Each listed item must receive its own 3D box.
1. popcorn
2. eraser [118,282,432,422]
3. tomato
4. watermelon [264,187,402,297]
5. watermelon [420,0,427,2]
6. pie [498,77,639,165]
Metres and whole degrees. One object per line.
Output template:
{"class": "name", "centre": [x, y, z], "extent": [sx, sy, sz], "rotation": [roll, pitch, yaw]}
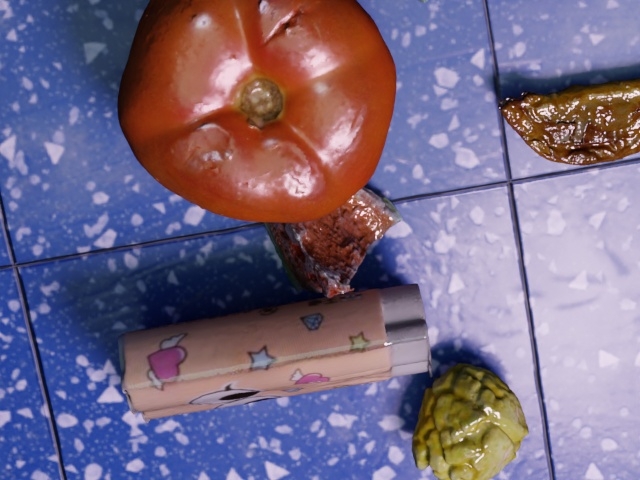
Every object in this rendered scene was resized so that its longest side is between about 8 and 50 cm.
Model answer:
{"class": "popcorn", "centre": [0.151, 0.186, 1.627], "extent": [0.106, 0.116, 0.120], "rotation": [10, 63, -33]}
{"class": "eraser", "centre": [-0.040, 0.110, 1.572], "extent": [0.290, 0.171, 0.087], "rotation": [-10, 78, 2]}
{"class": "tomato", "centre": [-0.054, -0.141, 1.484], "extent": [0.260, 0.180, 0.260], "rotation": [-1, 105, -4]}
{"class": "watermelon", "centre": [-0.014, 0.005, 1.558], "extent": [0.121, 0.158, 0.098], "rotation": [-31, 106, 35]}
{"class": "watermelon", "centre": [0.054, -0.332, 1.455], "extent": [0.207, 0.202, 0.136], "rotation": [13, 66, -7]}
{"class": "pie", "centre": [0.266, -0.116, 1.575], "extent": [0.191, 0.033, 0.088], "rotation": [-9, 114, -4]}
